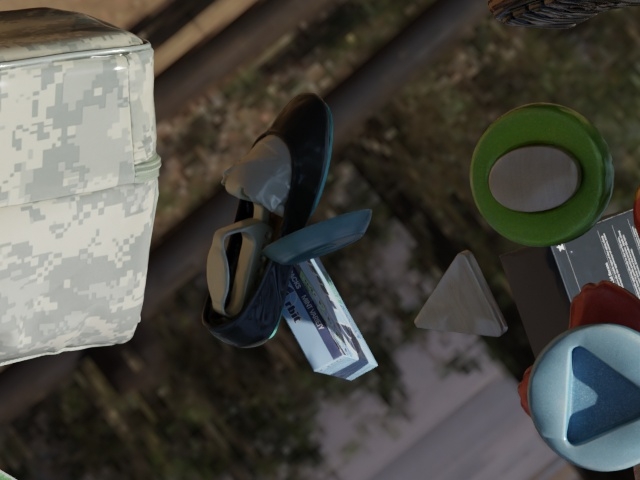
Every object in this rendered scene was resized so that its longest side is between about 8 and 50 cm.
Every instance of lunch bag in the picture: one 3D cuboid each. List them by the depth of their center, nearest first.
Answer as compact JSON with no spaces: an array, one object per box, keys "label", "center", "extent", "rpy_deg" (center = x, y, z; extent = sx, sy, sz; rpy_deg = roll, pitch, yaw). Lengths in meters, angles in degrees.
[{"label":"lunch bag","center":[-0.274,-0.018,1.335],"extent":[0.305,0.212,0.256],"rpy_deg":[-12,109,-30]}]

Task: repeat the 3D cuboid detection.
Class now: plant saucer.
[{"label":"plant saucer","center":[0.000,0.000,1.897],"extent":[0.119,0.021,0.119],"rpy_deg":[-21,173,-3]}]

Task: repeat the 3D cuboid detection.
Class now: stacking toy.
[{"label":"stacking toy","center":[0.224,0.034,1.654],"extent":[0.309,0.279,0.130],"rpy_deg":[-68,164,15]}]

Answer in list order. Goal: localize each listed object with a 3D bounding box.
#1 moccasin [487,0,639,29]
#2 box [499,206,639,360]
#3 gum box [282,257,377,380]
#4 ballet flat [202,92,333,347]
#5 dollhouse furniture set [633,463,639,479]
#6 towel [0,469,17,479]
[{"label":"moccasin","center":[0.263,-0.278,1.664],"extent":[0.139,0.147,0.380],"rpy_deg":[2,179,-13]},{"label":"box","center":[0.347,0.107,2.249],"extent":[0.184,0.261,0.103],"rpy_deg":[-18,179,-38]},{"label":"gum box","center":[-0.007,0.076,2.108],"extent":[0.041,0.157,0.184],"rpy_deg":[-30,168,7]},{"label":"ballet flat","center":[-0.060,-0.022,1.973],"extent":[0.096,0.095,0.280],"rpy_deg":[8,98,-45]},{"label":"dollhouse furniture set","center":[0.341,0.158,1.872],"extent":[0.355,0.174,0.303],"rpy_deg":[-45,-151,31]},{"label":"towel","center":[-0.268,0.295,1.673],"extent":[0.038,0.248,0.325],"rpy_deg":[-51,157,-31]}]
